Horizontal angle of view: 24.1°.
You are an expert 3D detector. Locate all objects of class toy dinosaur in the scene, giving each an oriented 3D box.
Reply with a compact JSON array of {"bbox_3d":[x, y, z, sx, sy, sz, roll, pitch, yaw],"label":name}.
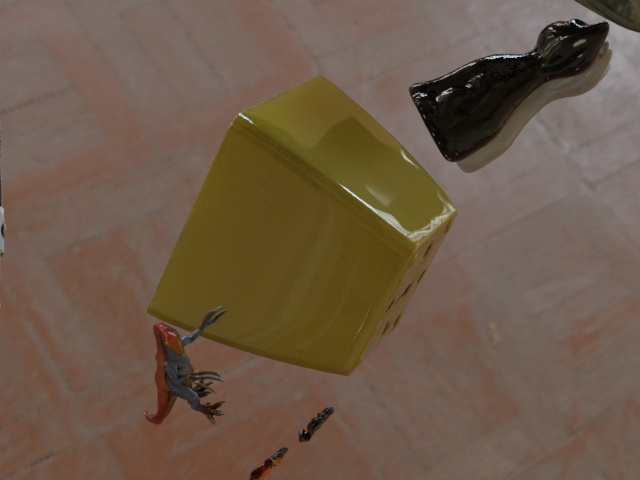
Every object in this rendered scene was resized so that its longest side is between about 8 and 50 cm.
[{"bbox_3d":[-0.088,0.080,0.900,0.082,0.090,0.047,48,15,-43],"label":"toy dinosaur"}]

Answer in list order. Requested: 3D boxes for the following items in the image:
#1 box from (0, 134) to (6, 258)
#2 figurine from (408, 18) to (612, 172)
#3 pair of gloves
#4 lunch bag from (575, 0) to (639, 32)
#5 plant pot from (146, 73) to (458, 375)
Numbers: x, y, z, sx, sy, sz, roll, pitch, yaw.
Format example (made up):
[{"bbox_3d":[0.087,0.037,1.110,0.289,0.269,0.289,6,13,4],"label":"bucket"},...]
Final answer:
[{"bbox_3d":[-0.386,0.039,1.455,0.127,0.231,0.261,6,59,-19],"label":"box"},{"bbox_3d":[0.219,-0.162,1.607,0.209,0.215,0.092,-28,82,10],"label":"figurine"},{"bbox_3d":[-0.021,0.154,1.127,0.083,0.074,0.010,-42,83,-6],"label":"pair of gloves"},{"bbox_3d":[0.194,-0.313,1.111,0.305,0.212,0.256,32,22,-4],"label":"lunch bag"},{"bbox_3d":[0.000,0.000,1.371,0.187,0.212,0.212,31,25,10],"label":"plant pot"}]
